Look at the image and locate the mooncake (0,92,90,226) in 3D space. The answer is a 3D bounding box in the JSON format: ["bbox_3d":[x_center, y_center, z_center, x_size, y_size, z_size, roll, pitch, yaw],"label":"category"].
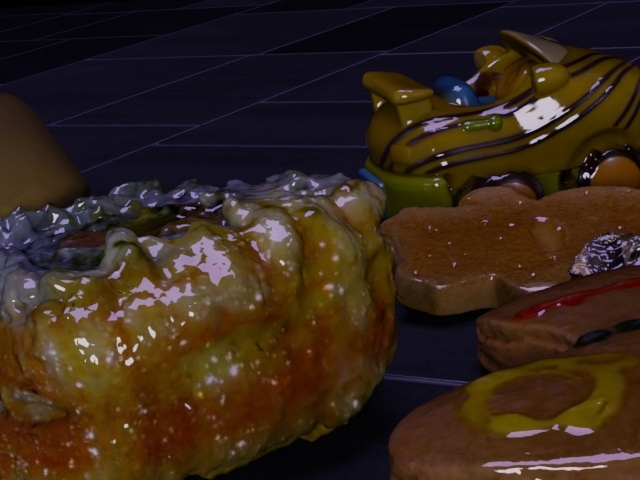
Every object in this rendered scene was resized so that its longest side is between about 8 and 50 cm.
[{"bbox_3d":[-0.255,0.020,0.919,0.234,0.117,0.235,-36,0,0],"label":"mooncake"}]

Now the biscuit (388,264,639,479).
[{"bbox_3d":[0.156,0.064,0.812,0.262,0.052,0.277,-7,15,-2],"label":"biscuit"}]

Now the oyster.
[{"bbox_3d":[0.194,0.016,0.961,0.083,0.054,0.019,-5,-25,-5],"label":"oyster"}]

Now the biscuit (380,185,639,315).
[{"bbox_3d":[0.154,0.007,1.037,0.225,0.036,0.166,-8,26,-8],"label":"biscuit"}]

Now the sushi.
[{"bbox_3d":[-0.088,0.047,0.821,0.274,0.139,0.184,-18,17,-33],"label":"sushi"}]

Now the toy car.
[{"bbox_3d":[0.150,-0.092,1.204,0.247,0.142,0.200,-13,17,-13],"label":"toy car"}]

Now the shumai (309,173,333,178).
[{"bbox_3d":[0.000,0.000,1.084,0.083,0.082,0.080,-30,16,6],"label":"shumai"}]
